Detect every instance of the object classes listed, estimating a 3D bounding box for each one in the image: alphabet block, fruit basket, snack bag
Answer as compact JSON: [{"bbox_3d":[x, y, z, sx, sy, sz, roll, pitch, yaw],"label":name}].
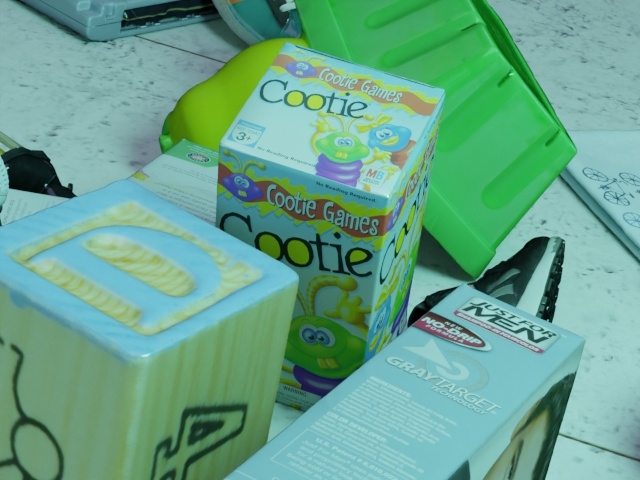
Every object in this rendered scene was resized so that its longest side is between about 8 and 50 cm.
[{"bbox_3d":[-0.154,0.097,1.216,0.192,0.197,0.193,29,33,28],"label":"alphabet block"},{"bbox_3d":[0.035,-0.127,1.713,0.283,0.392,0.392,46,8,-35],"label":"fruit basket"},{"bbox_3d":[0.460,-0.054,1.910,0.343,0.037,0.323,0,30,-21],"label":"snack bag"}]

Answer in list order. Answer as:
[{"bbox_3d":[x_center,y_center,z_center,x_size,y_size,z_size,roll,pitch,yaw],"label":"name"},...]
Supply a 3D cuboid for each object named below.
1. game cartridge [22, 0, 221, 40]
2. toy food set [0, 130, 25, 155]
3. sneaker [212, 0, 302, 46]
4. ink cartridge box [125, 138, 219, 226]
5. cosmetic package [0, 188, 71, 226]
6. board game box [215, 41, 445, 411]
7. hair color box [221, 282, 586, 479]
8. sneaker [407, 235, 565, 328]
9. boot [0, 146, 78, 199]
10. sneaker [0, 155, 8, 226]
[{"bbox_3d":[-0.257,-0.338,2.134,0.196,0.060,0.294,35,35,31],"label":"game cartridge"},{"bbox_3d":[-0.324,-0.036,1.540,0.128,0.071,0.218,34,18,-40],"label":"toy food set"},{"bbox_3d":[-0.081,-0.353,2.084,0.108,0.121,0.302,-19,63,-45],"label":"sneaker"},{"bbox_3d":[-0.119,-0.002,1.524,0.154,0.093,0.212,20,28,16],"label":"ink cartridge box"},{"bbox_3d":[-0.320,0.014,1.391,0.231,0.117,0.085,8,27,-6],"label":"cosmetic package"},{"bbox_3d":[0.000,0.000,1.343,0.144,0.275,0.142,18,46,12],"label":"board game box"},{"bbox_3d":[0.049,0.192,1.133,0.114,0.185,0.374,24,30,21],"label":"hair color box"},{"bbox_3d":[0.151,0.063,1.506,0.124,0.107,0.283,12,27,13],"label":"sneaker"},{"bbox_3d":[-0.256,-0.037,1.502,0.099,0.045,0.121,51,14,6],"label":"boot"},{"bbox_3d":[-0.295,0.040,1.241,0.101,0.268,0.153,15,47,24],"label":"sneaker"}]
